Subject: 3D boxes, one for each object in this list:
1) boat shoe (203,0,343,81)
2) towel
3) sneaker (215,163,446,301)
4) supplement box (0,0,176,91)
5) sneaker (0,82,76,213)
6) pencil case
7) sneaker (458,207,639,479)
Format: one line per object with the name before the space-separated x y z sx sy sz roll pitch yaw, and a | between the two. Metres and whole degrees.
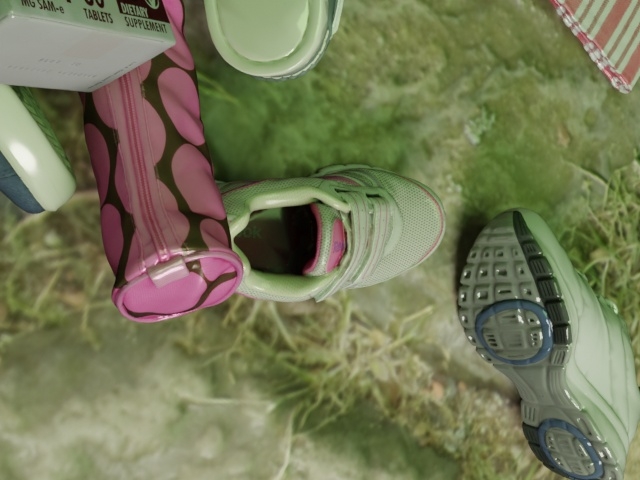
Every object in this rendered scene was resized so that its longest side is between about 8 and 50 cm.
boat shoe | -0.030 -0.270 0.687 0.099 0.116 0.319 -11 101 -75
towel | 0.263 -0.249 0.902 0.197 0.029 0.144 39 77 -34
sneaker | 0.000 0.000 0.726 0.252 0.111 0.102 -7 103 -32
supplement box | -0.174 -0.204 0.518 0.130 0.073 0.239 -10 78 -62
sneaker | -0.288 -0.114 0.526 0.148 0.131 0.350 -42 121 -1
pencil case | -0.108 -0.059 0.610 0.095 0.098 0.209 -12 74 -14
sneaker | 0.219 0.087 0.905 0.129 0.111 0.297 -48 125 -34
